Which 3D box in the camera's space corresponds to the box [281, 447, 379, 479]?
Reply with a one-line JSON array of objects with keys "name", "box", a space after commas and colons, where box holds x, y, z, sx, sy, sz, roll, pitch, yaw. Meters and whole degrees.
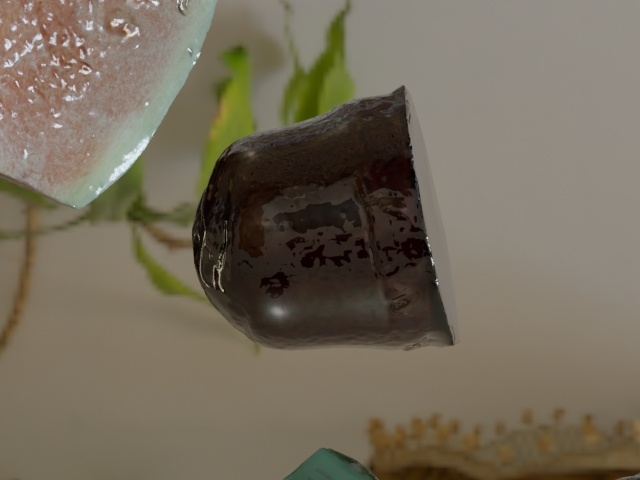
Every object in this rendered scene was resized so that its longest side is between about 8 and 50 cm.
[{"name": "box", "box": [-0.039, 0.347, 1.376, 0.311, 0.205, 0.118, -37, -158, -14]}]

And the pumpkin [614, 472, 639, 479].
[{"name": "pumpkin", "box": [0.297, 0.302, 1.449, 0.238, 0.238, 0.159, 2, -163, -18]}]

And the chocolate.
[{"name": "chocolate", "box": [0.000, 0.000, 2.319, 0.331, 0.383, 0.383, -13, 172, 8]}]

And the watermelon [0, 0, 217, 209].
[{"name": "watermelon", "box": [-0.206, -0.153, 1.132, 0.262, 0.213, 0.201, 23, 177, -11]}]
